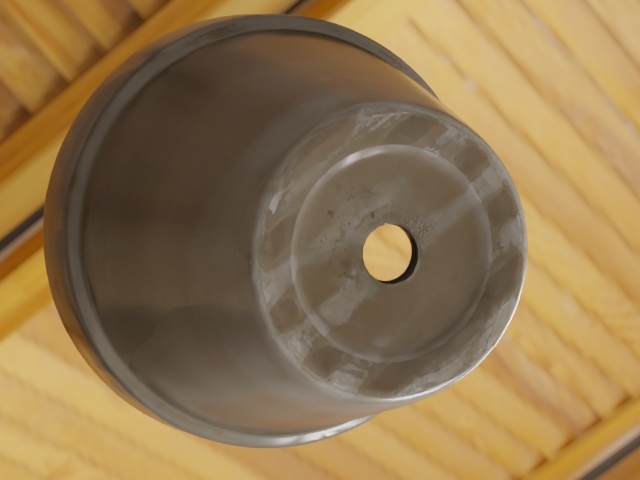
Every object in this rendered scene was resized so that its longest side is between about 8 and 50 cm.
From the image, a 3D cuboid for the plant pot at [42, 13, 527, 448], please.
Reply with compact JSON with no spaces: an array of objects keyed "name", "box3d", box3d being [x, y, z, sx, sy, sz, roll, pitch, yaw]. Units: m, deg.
[{"name":"plant pot","box3d":[0.000,0.000,1.348,0.323,0.323,0.280,48,-13,-17]}]
